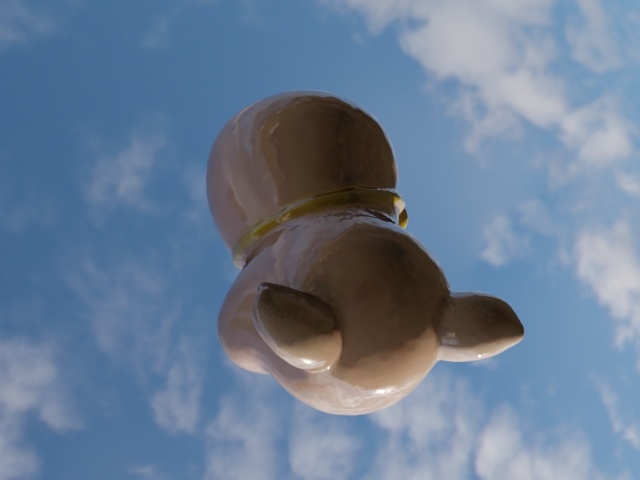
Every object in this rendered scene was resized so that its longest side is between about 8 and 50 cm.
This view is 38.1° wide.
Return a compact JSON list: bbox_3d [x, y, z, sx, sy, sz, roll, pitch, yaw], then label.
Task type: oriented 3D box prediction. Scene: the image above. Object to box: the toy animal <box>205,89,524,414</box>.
[{"bbox_3d":[0.003,-0.001,0.611,0.165,0.149,0.248,-8,-132,-18],"label":"toy animal"}]
